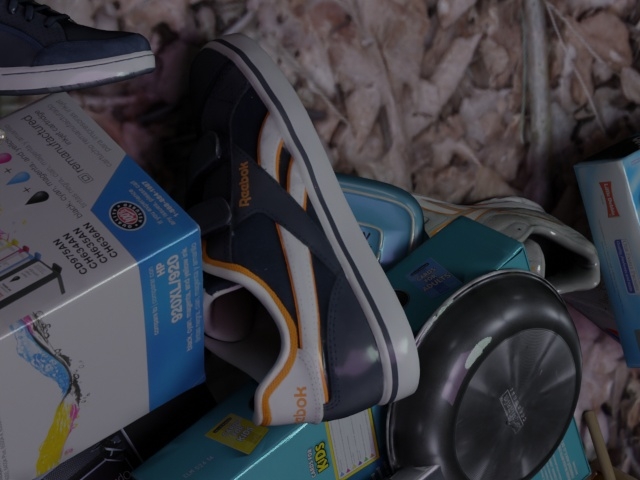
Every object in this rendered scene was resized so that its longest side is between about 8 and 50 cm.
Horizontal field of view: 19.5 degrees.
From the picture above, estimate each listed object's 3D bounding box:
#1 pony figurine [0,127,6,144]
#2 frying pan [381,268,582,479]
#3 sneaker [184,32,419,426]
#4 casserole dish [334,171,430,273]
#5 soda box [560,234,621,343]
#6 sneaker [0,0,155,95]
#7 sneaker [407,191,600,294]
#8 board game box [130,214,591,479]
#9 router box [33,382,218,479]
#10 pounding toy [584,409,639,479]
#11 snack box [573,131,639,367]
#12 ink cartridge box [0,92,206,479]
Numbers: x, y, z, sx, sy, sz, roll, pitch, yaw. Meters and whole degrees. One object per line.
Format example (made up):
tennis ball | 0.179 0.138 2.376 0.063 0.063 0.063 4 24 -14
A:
pony figurine | -0.399 -0.044 1.075 0.351 0.303 0.363 34 111 -4
frying pan | 0.081 0.139 1.370 0.326 0.053 0.197 -23 122 -34
sneaker | -0.051 -0.012 1.335 0.127 0.321 0.126 -18 149 -17
casserole dish | 0.000 0.000 1.457 0.188 0.037 0.114 11 86 -9
soda box | 0.320 0.077 1.713 0.216 0.069 0.074 36 80 -34
sneaker | -0.222 -0.179 1.241 0.226 0.086 0.163 2 98 4
sneaker | 0.117 0.011 1.533 0.262 0.121 0.099 -7 105 -31
board game box | 0.043 0.179 1.439 0.336 0.079 0.253 -37 128 -22
router box | -0.190 0.238 1.405 0.309 0.081 0.243 -38 119 -21
pounding toy | 0.267 0.255 1.693 0.141 0.130 0.100 -50 134 -14
snack box | 0.363 -0.030 1.665 0.322 0.060 0.187 -26 104 -41
ink cartridge box | -0.221 0.047 1.255 0.233 0.171 0.168 -30 146 -26
